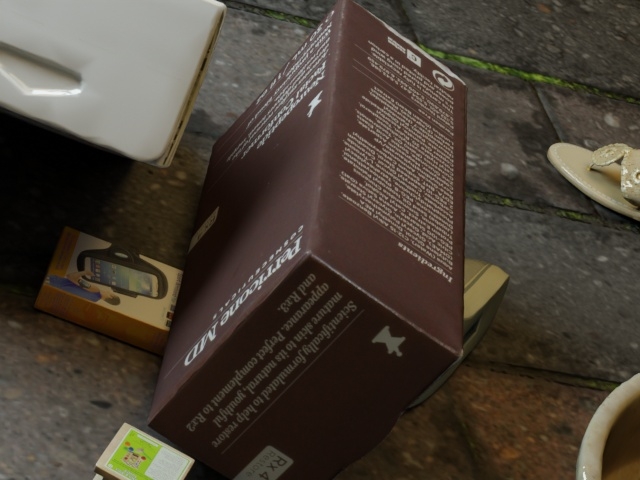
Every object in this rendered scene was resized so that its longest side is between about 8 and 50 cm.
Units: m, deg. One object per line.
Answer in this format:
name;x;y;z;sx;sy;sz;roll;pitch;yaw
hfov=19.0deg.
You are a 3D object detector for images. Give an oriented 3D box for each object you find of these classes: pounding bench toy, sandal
pounding bench toy;-0.110;0.172;1.226;0.083;0.065;0.052;28;31;2
sandal;0.336;-0.052;1.851;0.240;0.079;0.088;40;34;20

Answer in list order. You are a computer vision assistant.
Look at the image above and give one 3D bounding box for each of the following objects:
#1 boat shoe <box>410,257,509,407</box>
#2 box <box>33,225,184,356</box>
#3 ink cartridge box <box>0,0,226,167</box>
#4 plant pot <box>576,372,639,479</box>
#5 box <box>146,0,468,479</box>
boat shoe;0.076;0.064;1.515;0.081;0.079;0.227;26;26;16
box;-0.139;0.043;1.428;0.136;0.028;0.081;20;32;-7
ink cartridge box;-0.208;-0.151;1.436;0.226;0.131;0.306;21;-2;-12
plant pot;0.232;0.291;1.073;0.333;0.305;0.334;18;33;-12
box;0.000;0.000;1.415;0.143;0.191;0.381;34;29;-18
